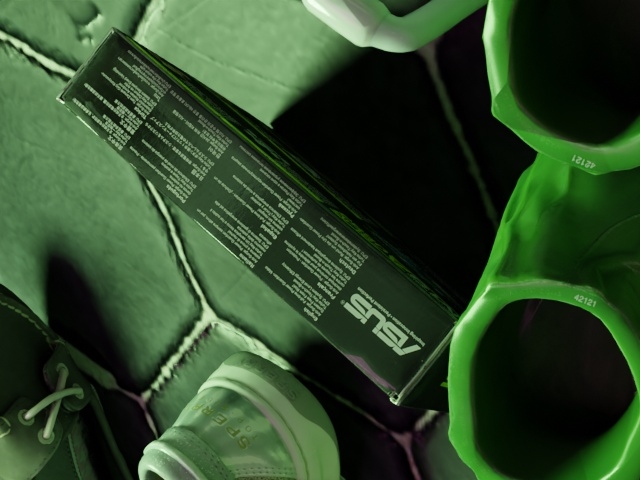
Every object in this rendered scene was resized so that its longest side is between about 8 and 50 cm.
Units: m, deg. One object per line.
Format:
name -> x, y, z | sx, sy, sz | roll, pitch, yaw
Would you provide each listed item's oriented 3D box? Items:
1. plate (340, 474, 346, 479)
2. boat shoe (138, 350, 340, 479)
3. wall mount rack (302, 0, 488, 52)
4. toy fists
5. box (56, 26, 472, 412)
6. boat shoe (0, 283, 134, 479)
plate -> -0.010, 0.206, 0.911 | 0.188, 0.024, 0.188 | 29, 138, 30
boat shoe -> -0.051, 0.211, 0.850 | 0.118, 0.103, 0.320 | 30, 137, 30
wall mount rack -> -0.025, -0.240, 0.477 | 0.304, 0.130, 0.350 | 44, 142, 15
toy fists -> 0.112, -0.042, 0.475 | 0.096, 0.142, 0.279 | 14, 131, 16
box -> 0.000, 0.000, 0.623 | 0.191, 0.184, 0.045 | 41, 97, 18
boat shoe -> -0.174, 0.160, 1.002 | 0.095, 0.112, 0.335 | 3, 128, 27
